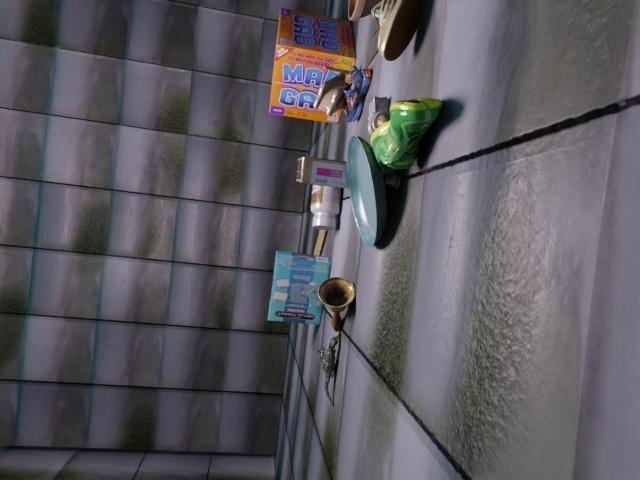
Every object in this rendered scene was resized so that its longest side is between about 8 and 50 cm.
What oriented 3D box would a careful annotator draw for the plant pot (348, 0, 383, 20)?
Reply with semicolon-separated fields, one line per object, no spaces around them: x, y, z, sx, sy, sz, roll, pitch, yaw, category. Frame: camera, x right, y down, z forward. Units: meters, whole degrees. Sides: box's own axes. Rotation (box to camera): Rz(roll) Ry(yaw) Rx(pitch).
0.174;-0.881;1.429;0.237;0.109;0.238;-174;90;-82;plant pot

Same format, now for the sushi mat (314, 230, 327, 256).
0.000;0.000;2.210;0.152;0.019;0.317;-94;13;-45;sushi mat

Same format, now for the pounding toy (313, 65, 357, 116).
0.053;-0.601;1.686;0.269;0.154;0.154;-44;-19;-38;pounding toy

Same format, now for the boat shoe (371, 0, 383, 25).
0.212;-0.613;1.182;0.079;0.083;0.233;53;-164;-41;boat shoe

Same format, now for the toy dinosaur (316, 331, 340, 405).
0.029;0.472;1.574;0.118;0.063;0.269;-170;83;-75;toy dinosaur

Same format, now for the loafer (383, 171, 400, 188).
0.178;-0.163;1.116;0.125;0.039;0.045;-127;43;-77;loafer

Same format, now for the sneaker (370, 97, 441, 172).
0.194;-0.228;0.930;0.295;0.109;0.124;136;125;-81;sneaker

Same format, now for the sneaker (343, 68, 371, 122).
0.125;-0.554;1.581;0.221;0.086;0.083;106;168;-45;sneaker

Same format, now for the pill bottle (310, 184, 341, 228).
0.024;-0.167;1.816;0.131;0.131;0.230;140;136;-77;pill bottle

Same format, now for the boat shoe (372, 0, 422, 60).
0.197;-0.598;1.030;0.089;0.104;0.286;31;113;34;boat shoe

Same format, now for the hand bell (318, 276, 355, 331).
0.059;0.256;1.485;0.242;0.126;0.126;87;180;-46;hand bell

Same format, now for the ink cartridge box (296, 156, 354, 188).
0.042;-0.226;1.410;0.193;0.234;0.088;-126;42;-78;ink cartridge box

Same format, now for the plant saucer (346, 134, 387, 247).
0.131;-0.140;1.177;0.317;0.043;0.318;170;90;-84;plant saucer

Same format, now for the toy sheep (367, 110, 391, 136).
0.171;-0.308;1.137;0.132;0.091;0.091;-169;86;-86;toy sheep

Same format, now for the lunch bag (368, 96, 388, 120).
0.175;-0.387;1.265;0.071;0.053;0.084;-161;68;-82;lunch bag

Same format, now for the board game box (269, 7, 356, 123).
-0.050;-0.850;2.042;0.356;0.356;0.357;107;166;-51;board game box

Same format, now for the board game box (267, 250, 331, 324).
-0.104;0.227;1.953;0.079;0.253;0.337;-101;20;-66;board game box
